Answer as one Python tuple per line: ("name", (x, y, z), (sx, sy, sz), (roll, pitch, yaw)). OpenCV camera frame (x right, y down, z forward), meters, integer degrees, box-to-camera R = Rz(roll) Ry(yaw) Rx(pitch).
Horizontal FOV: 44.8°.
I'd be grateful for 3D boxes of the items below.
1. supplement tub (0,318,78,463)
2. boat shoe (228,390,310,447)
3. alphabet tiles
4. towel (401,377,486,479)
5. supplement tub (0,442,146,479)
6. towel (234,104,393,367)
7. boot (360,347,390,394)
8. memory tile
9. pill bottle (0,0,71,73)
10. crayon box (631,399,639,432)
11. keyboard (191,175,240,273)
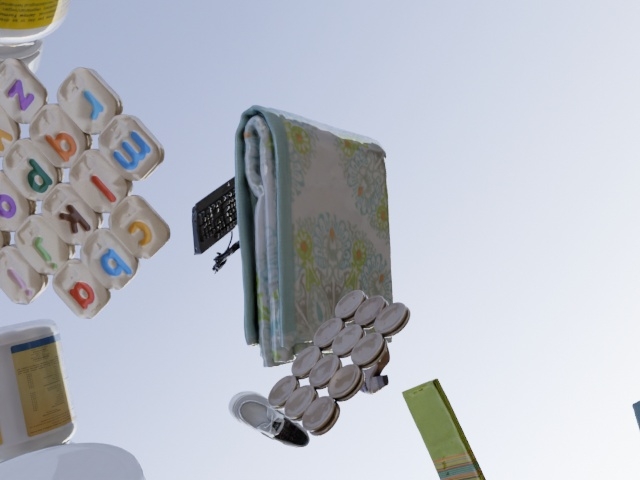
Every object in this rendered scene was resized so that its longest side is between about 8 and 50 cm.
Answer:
("supplement tub", (-0.415, 0.217, 1.061), (0.144, 0.144, 0.199), (-12, -89, -49))
("boat shoe", (-0.091, 0.338, 1.436), (0.184, 0.063, 0.066), (45, -108, -34))
("alphabet tiles", (-0.311, -0.057, 0.904), (0.284, 0.278, 0.021), (-43, -2, 20))
("towel", (0.241, 0.395, 1.523), (0.021, 0.102, 0.237), (-13, -105, -48))
("supplement tub", (-0.178, 0.337, 0.575), (0.228, 0.228, 0.316), (-30, -67, -41))
("towel", (0.000, 0.000, 1.206), (0.321, 0.090, 0.374), (7, -101, -56))
("boot", (0.107, 0.269, 1.654), (0.042, 0.087, 0.118), (11, -110, -37))
("memory tile", (0.017, 0.111, 0.735), (0.012, 0.113, 0.148), (47, -108, -24))
("pill bottle", (-0.380, -0.358, 0.913), (0.188, 0.188, 0.334), (-25, -27, -44))
("crayon box", (0.649, 0.245, 1.189), (0.318, 0.202, 0.081), (104, 160, -67))
("keyboard", (-0.200, -0.047, 1.799), (0.317, 0.033, 0.201), (-44, -39, -54))
